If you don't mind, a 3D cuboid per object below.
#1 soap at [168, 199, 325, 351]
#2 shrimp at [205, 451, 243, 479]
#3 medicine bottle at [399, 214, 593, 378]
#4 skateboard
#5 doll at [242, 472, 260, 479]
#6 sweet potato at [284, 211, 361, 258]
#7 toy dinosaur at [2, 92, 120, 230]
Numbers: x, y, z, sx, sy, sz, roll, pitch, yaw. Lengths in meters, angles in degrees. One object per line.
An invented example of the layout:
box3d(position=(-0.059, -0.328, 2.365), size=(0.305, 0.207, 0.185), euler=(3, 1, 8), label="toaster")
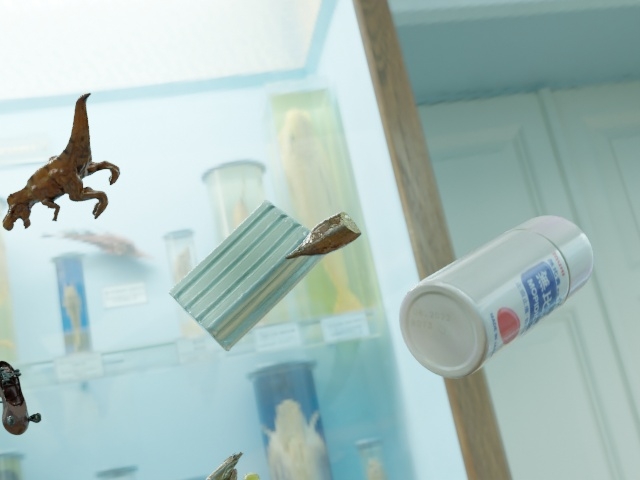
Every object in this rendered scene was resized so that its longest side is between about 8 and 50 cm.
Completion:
box3d(position=(-0.137, 0.063, 1.891), size=(0.265, 0.160, 0.087), euler=(-45, -43, -11), label="soap")
box3d(position=(-0.176, 0.449, 1.897), size=(0.108, 0.059, 0.023), euler=(-45, -28, -2), label="shrimp")
box3d(position=(0.250, 0.060, 1.334), size=(0.130, 0.130, 0.341), euler=(-30, -4, 43), label="medicine bottle")
box3d(position=(-0.604, 0.308, 1.947), size=(0.067, 0.151, 0.080), euler=(2, -39, -46), label="skateboard")
box3d(position=(-0.106, 0.532, 1.268), size=(0.161, 0.348, 0.423), euler=(6, -40, -6), label="doll")
box3d(position=(0.000, 0.000, 1.430), size=(0.117, 0.049, 0.049), euler=(-27, -22, 14), label="sweet potato")
box3d(position=(-0.523, -0.151, 2.166), size=(0.208, 0.097, 0.432), euler=(21, -54, -37), label="toy dinosaur")
